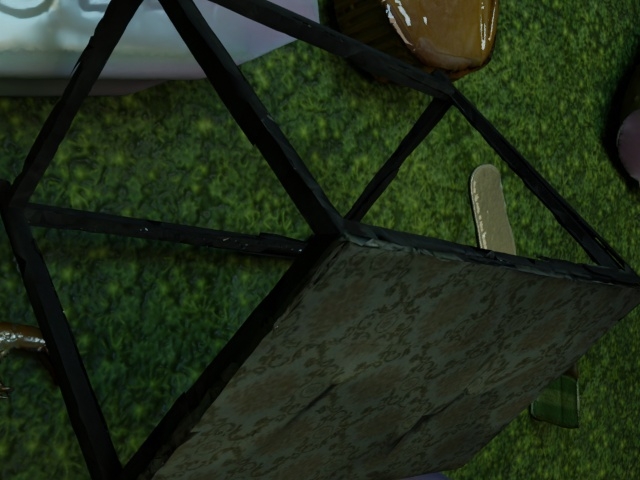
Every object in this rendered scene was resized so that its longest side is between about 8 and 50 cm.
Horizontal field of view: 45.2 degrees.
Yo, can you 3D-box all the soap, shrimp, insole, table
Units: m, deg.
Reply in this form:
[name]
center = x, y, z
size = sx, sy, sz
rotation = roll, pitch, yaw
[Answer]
[soap]
center = -0.168, -0.215, 0.566
size = 0.346, 0.115, 0.208
rotation = -9, 96, -41
[shrimp]
center = -0.232, 0.124, 0.569
size = 0.091, 0.025, 0.127
rotation = 7, 83, -42
[insole]
center = 0.225, 0.026, 0.970
size = 0.081, 0.011, 0.248
rotation = -17, 101, -39
[table]
center = 0.000, 0.000, 0.541
size = 0.335, 0.272, 0.222
rotation = 10, 127, -47

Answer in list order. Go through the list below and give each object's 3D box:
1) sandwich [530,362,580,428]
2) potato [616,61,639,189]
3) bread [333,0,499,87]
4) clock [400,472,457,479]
[sandwich]
center = 0.343, 0.200, 1.030
size = 0.116, 0.074, 0.074
rotation = -6, 94, -40
[potato]
center = 0.569, -0.234, 1.162
size = 0.229, 0.229, 0.266
rotation = 47, 46, -30
[bread]
center = 0.099, -0.258, 0.805
size = 0.199, 0.104, 0.199
rotation = 3, 85, -37
[clock]
center = 0.013, 0.189, 0.700
size = 0.193, 0.144, 0.073
rotation = 39, 78, -33
